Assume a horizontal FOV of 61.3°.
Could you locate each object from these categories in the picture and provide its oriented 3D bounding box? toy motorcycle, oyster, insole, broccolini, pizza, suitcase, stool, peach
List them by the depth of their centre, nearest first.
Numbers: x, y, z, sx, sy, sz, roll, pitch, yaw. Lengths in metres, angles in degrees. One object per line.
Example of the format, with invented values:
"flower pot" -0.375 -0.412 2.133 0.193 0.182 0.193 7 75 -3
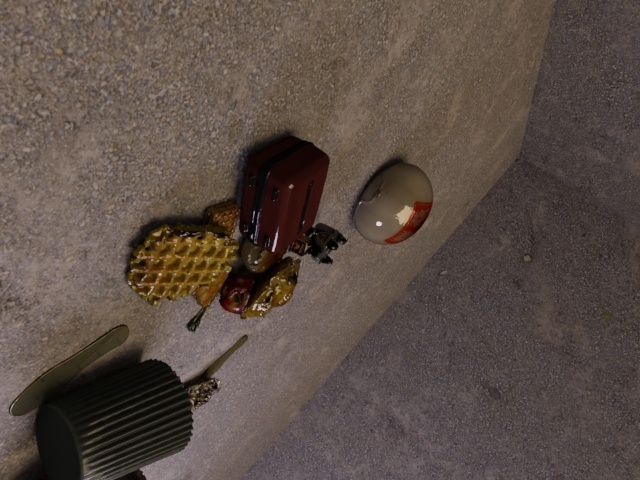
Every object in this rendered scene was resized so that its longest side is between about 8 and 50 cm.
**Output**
"insole" -0.662 0.343 1.441 0.348 0.009 0.119 -38 153 -28
"stool" -0.580 0.525 1.522 0.330 0.297 0.297 -12 136 -51
"suitcase" -0.106 -0.129 1.536 0.236 0.161 0.297 -41 155 -42
"pizza" -0.346 0.129 1.653 0.175 0.046 0.134 -54 158 7
"peach" -0.280 0.170 1.750 0.172 0.093 0.127 168 -61 -71
"broccolini" -0.393 0.240 1.770 0.035 0.030 0.140 30 95 -31
"toy motorcycle" 0.000 0.000 1.868 0.263 0.157 0.090 -47 160 -67
"oyster" -0.498 0.623 2.084 0.214 0.083 0.223 -25 154 -38
"insole" -0.383 0.470 2.153 0.253 0.005 0.086 -44 157 -16

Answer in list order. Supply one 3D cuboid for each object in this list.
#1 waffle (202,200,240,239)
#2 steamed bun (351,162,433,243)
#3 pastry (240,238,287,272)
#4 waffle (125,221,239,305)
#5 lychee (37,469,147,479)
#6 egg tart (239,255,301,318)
"waffle" -0.285 -0.038 1.516 0.102 0.042 0.148 -24 145 -45
"steamed bun" 0.325 -0.135 2.254 0.374 0.241 0.374 -44 159 -22
"pastry" -0.175 0.018 1.738 0.192 0.093 0.182 -31 150 -54
"waffle" -0.359 0.053 1.435 0.312 0.060 0.307 -25 148 -26
"lychee" -0.715 0.828 1.639 0.432 0.380 0.380 -22 155 0
"egg tart" -0.162 0.174 1.850 0.297 0.132 0.297 -49 -179 1
